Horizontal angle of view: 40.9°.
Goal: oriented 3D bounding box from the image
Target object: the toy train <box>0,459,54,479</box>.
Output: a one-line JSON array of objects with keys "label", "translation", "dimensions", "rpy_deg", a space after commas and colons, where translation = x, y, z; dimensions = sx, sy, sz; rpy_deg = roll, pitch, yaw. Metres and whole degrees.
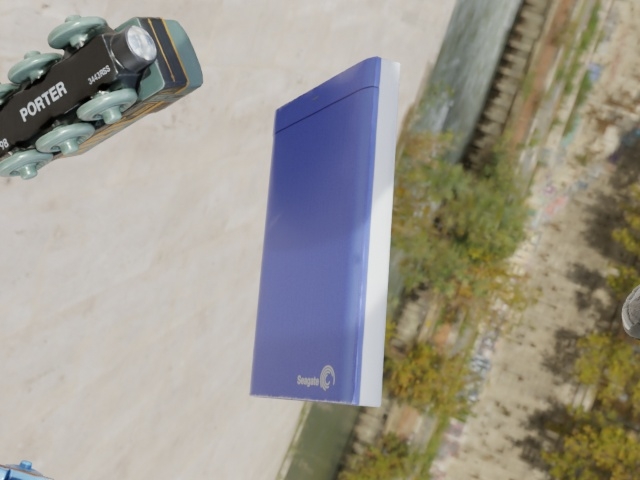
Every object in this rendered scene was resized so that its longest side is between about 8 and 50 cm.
[{"label": "toy train", "translation": [-0.358, 0.247, 0.853], "dimensions": [0.105, 0.184, 0.080], "rpy_deg": [138, -29, -74]}]

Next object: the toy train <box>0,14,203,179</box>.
[{"label": "toy train", "translation": [-0.313, -0.187, 1.137], "dimensions": [0.190, 0.334, 0.142], "rpy_deg": [-20, 86, -58]}]

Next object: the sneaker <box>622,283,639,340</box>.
[{"label": "sneaker", "translation": [0.368, 0.010, 0.879], "dimensions": [0.228, 0.086, 0.132], "rpy_deg": [-32, 123, -51]}]

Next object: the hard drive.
[{"label": "hard drive", "translation": [0.000, 0.000, 0.860], "dimensions": [0.210, 0.040, 0.319], "rpy_deg": [-14, -111, 59]}]
